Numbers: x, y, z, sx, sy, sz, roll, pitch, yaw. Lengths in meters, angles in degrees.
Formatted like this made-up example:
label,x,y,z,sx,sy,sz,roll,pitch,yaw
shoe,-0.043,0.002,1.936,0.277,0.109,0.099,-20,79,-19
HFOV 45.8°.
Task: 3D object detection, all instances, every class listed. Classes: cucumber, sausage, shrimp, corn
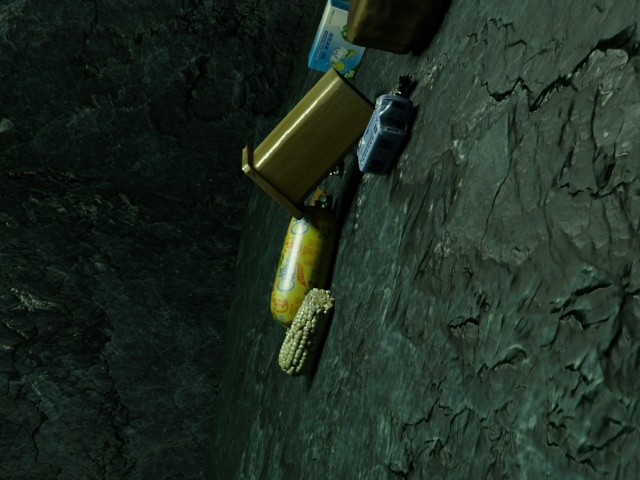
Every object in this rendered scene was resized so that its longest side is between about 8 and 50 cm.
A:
label,x,y,z,sx,sy,sz,roll,pitch,yaw
cucumber,-0.001,0.000,1.938,0.043,0.044,0.256,-4,66,32
sausage,-0.038,0.060,1.831,0.123,0.123,0.346,137,147,-69
shrimp,0.162,-0.284,1.569,0.161,0.034,0.091,115,154,-66
cucumber,0.045,-0.216,2.030,0.034,0.033,0.134,62,-155,-45
corn,-0.032,0.212,1.720,0.087,0.087,0.210,-106,34,-69

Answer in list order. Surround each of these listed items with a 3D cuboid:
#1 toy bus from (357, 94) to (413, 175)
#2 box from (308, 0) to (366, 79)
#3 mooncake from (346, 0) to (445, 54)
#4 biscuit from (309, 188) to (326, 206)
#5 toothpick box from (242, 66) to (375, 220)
label,x,y,z,sx,sy,sz,roll,pitch,yaw
toy bus,0.130,-0.209,1.508,0.167,0.073,0.076,113,164,-48
box,0.060,-0.567,2.138,0.073,0.139,0.194,-90,19,-50
mooncake,0.161,-0.527,1.544,0.290,0.161,0.290,-166,90,-81
biscuit,-0.019,-0.054,2.140,0.188,0.027,0.187,-166,90,-77
toothpick box,-0.018,-0.239,1.786,0.308,0.190,0.187,-45,18,13
